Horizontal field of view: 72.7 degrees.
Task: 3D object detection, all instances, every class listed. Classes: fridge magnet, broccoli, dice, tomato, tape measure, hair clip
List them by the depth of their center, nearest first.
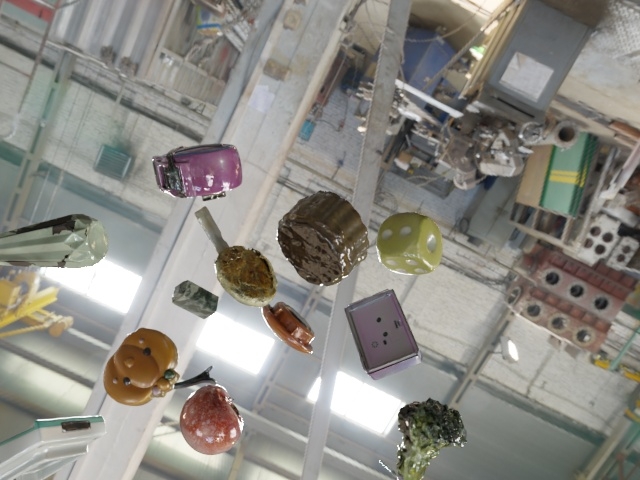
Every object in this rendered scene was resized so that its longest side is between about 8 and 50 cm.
[{"bbox_3d":[0.243,0.531,1.065,0.165,0.303,0.146,-2,-153,-42],"label":"broccoli"},{"bbox_3d":[-0.347,-0.198,1.251,0.232,0.149,0.245,-13,-160,-24],"label":"tape measure"},{"bbox_3d":[-0.443,0.723,1.747,0.270,0.227,0.270,59,170,17],"label":"tomato"},{"bbox_3d":[-0.584,0.596,1.834,0.276,0.048,0.083,-4,-126,-28],"label":"hair clip"},{"bbox_3d":[0.414,0.021,2.023,0.233,0.226,0.238,-7,149,42],"label":"dice"},{"bbox_3d":[-0.166,0.464,2.341,0.364,0.155,0.363,44,177,3],"label":"fridge magnet"}]

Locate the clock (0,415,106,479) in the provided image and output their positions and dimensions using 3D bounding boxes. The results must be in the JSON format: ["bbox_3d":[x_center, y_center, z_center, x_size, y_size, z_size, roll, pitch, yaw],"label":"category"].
[{"bbox_3d":[-0.764,0.581,1.190,0.262,0.231,0.116,62,-178,-69],"label":"clock"}]

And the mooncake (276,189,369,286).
[{"bbox_3d":[0.000,0.000,1.526,0.324,0.323,0.187,31,-130,17],"label":"mooncake"}]

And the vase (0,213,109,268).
[{"bbox_3d":[-0.809,0.014,1.243,0.361,0.164,0.165,-5,-169,3],"label":"vase"}]

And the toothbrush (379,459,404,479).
[{"bbox_3d":[0.154,0.500,0.949,0.011,0.014,0.167,-1,166,-9],"label":"toothbrush"}]

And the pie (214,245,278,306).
[{"bbox_3d":[-0.268,0.127,1.611,0.274,0.055,0.274,28,-145,-22],"label":"pie"}]

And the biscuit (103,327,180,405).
[{"bbox_3d":[-0.387,0.277,0.941,0.170,0.170,0.050,32,167,21],"label":"biscuit"}]

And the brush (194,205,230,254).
[{"bbox_3d":[-0.380,0.017,1.679,0.050,0.060,0.320,0,123,46],"label":"brush"}]

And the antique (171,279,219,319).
[{"bbox_3d":[-0.535,0.250,1.848,0.183,0.086,0.088,38,-145,-32],"label":"antique"}]

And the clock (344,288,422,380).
[{"bbox_3d":[0.155,0.236,1.099,0.073,0.145,0.193,58,-168,-50],"label":"clock"}]
